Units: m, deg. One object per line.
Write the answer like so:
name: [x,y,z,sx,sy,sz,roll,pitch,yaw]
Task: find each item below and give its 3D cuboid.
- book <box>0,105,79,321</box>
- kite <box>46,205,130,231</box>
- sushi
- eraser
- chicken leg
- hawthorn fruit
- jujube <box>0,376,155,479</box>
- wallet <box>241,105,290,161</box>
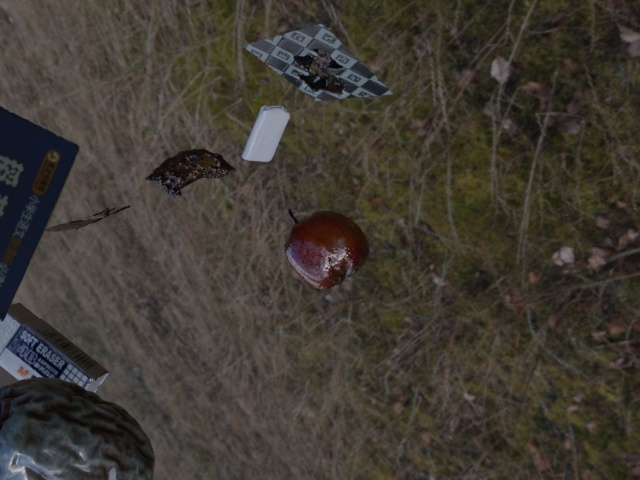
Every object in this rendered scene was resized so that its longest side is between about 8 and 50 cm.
book: [-0.584,-0.100,0.842,0.427,0.300,0.039,28,156,-33]
kite: [-0.697,-0.063,1.875,0.152,0.285,0.015,-1,107,24]
sushi: [0.000,-0.444,1.518,0.294,0.059,0.292,8,165,45]
eraser: [-0.659,0.282,1.481,0.287,0.130,0.086,38,-172,4]
chicken leg: [-0.332,-0.179,1.587,0.063,0.233,0.105,6,120,54]
hawthorn fruit: [0.000,0.000,1.999,0.300,0.254,0.254,52,154,10]
jujube: [-0.422,0.354,1.033,0.226,0.226,0.317,22,163,51]
wallet: [-0.151,-0.298,1.745,0.033,0.095,0.190,60,135,35]
